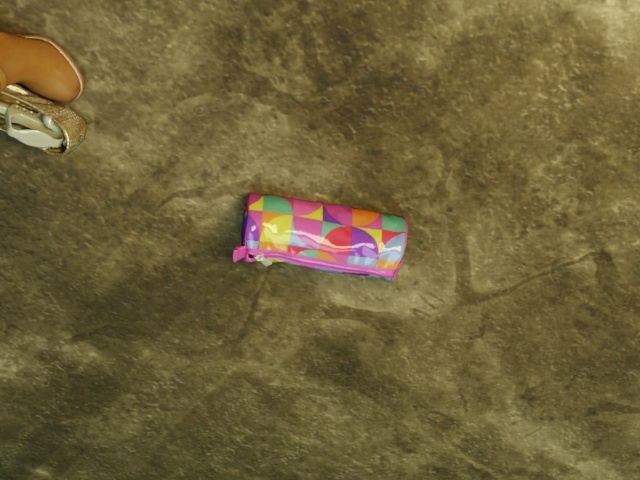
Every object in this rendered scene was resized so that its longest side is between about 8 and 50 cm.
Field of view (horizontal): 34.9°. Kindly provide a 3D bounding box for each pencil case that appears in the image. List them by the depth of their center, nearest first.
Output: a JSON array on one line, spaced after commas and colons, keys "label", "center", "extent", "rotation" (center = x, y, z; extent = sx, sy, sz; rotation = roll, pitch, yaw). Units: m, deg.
[{"label": "pencil case", "center": [0.000, 0.000, 1.391], "extent": [0.236, 0.104, 0.104], "rotation": [6, 128, -7]}]

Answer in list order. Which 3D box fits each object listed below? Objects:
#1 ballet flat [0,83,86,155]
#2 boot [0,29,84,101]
[{"label": "ballet flat", "center": [-0.395, -0.163, 1.272], "extent": [0.206, 0.067, 0.073], "rotation": [20, 127, -15]}, {"label": "boot", "center": [-0.375, -0.195, 1.192], "extent": [0.197, 0.152, 0.073], "rotation": [33, 121, -24]}]
